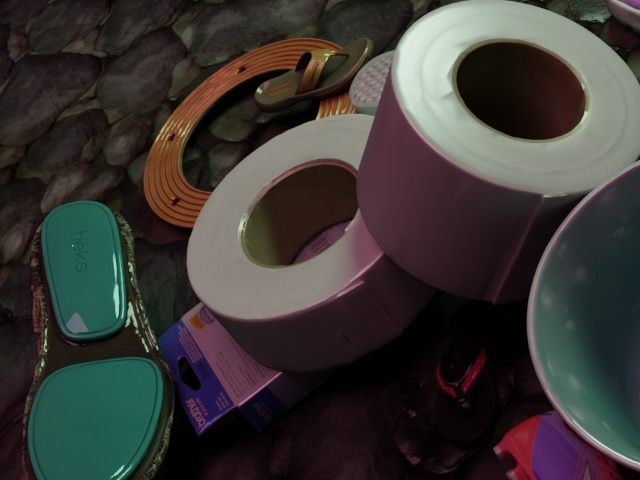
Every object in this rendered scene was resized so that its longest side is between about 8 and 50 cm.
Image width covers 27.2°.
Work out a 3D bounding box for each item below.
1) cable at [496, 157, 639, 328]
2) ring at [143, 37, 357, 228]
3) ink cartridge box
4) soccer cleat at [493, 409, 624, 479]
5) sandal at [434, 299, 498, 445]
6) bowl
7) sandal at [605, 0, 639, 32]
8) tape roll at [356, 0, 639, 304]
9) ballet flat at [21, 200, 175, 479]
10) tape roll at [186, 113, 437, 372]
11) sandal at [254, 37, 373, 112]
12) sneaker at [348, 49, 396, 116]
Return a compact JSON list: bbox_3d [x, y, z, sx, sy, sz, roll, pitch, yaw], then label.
[{"bbox_3d":[0.275,-0.033,1.397,0.139,0.072,0.287,2,65,30],"label":"cable"},{"bbox_3d":[-0.090,-0.142,1.779,0.336,0.032,0.337,-21,43,21],"label":"ring"},{"bbox_3d":[-0.032,0.085,1.491,0.311,0.065,0.186,-37,40,-3],"label":"ink cartridge box"},{"bbox_3d":[0.237,0.233,1.134,0.095,0.083,0.248,-33,37,-1],"label":"soccer cleat"},{"bbox_3d":[0.144,0.126,1.334,0.067,0.040,0.179,-14,45,26],"label":"sandal"},{"bbox_3d":[0.343,0.084,1.104,0.311,0.163,0.312,-12,56,19],"label":"bowl"},{"bbox_3d":[0.471,-0.269,1.421,0.416,0.102,0.169,15,62,44],"label":"sandal"},{"bbox_3d":[0.168,-0.087,1.265,0.246,0.169,0.246,6,51,-8],"label":"tape roll"},{"bbox_3d":[-0.248,0.161,1.496,0.164,0.182,0.483,-8,42,-6],"label":"ballet flat"},{"bbox_3d":[0.000,0.000,1.427,0.286,0.100,0.286,-19,43,19],"label":"tape roll"},{"bbox_3d":[-0.014,-0.221,1.734,0.180,0.049,0.072,-19,43,21],"label":"sandal"},{"bbox_3d":[0.189,-0.161,1.500,0.321,0.127,0.126,1,56,45],"label":"sneaker"}]
